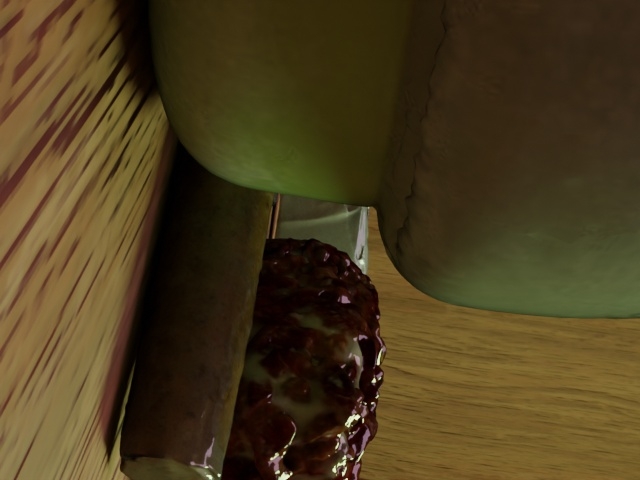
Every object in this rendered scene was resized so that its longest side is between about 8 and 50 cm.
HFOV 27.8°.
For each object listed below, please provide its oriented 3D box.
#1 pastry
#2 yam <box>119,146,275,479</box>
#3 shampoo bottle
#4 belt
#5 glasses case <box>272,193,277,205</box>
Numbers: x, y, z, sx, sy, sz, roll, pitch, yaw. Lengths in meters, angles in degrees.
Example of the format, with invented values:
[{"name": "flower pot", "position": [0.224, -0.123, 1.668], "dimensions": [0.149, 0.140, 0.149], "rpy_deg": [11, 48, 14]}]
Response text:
[{"name": "pastry", "position": [-0.024, 0.063, 0.645], "dimensions": [0.208, 0.115, 0.097], "rpy_deg": [-76, 162, -65]}, {"name": "yam", "position": [-0.042, -0.018, 0.558], "dimensions": [0.046, 0.046, 0.263], "rpy_deg": [97, 1, -56]}, {"name": "shampoo bottle", "position": [0.109, -0.130, 0.463], "dimensions": [0.322, 0.318, 0.322], "rpy_deg": [10, 90, -89]}, {"name": "belt", "position": [0.000, 0.000, 1.372], "dimensions": [0.184, 0.105, 0.261], "rpy_deg": [-97, -168, -79]}, {"name": "glasses case", "position": [-0.032, -0.112, 0.681], "dimensions": [0.072, 0.042, 0.190], "rpy_deg": [157, -58, -82]}]
